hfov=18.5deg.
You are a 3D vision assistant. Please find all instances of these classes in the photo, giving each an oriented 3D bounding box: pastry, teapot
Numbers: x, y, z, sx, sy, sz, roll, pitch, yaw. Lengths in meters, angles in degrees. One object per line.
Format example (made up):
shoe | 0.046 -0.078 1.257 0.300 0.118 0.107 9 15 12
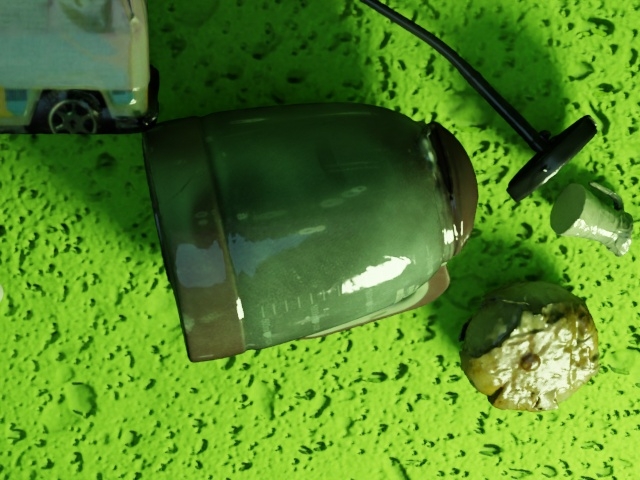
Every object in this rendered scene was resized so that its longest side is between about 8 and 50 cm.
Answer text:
pastry | 0.220 0.113 2.071 0.153 0.081 0.153 -8 122 -12
teapot | 0.286 -0.023 2.033 0.083 0.057 0.067 25 81 -23
teapot | 0.000 0.000 1.932 0.312 0.233 0.315 -11 146 -5

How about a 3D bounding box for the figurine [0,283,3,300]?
figurine | -0.446 0.025 1.932 0.155 0.127 0.235 -38 109 22

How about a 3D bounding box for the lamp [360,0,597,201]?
lamp | 0.118 -0.175 1.906 0.130 0.108 0.371 -42 113 13

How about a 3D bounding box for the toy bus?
toy bus | -0.343 -0.194 1.819 0.386 0.171 0.162 -1 110 -5
